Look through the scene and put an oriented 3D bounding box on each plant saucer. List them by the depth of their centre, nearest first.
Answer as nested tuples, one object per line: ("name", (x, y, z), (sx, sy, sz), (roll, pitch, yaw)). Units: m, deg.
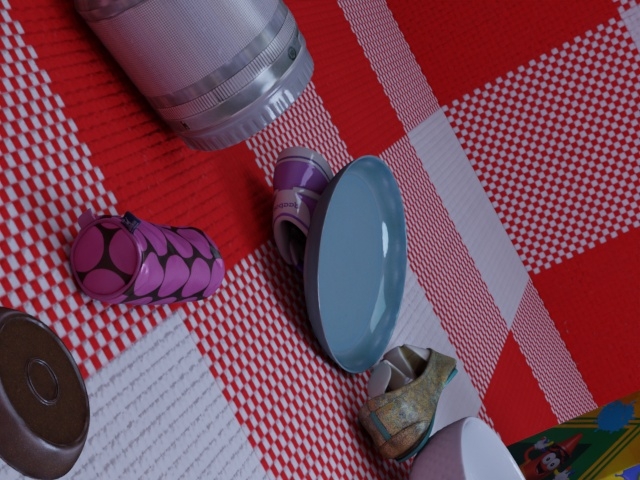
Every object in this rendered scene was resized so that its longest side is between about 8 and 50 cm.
("plant saucer", (-0.256, 0.130, 1.191), (0.168, 0.029, 0.168), (54, 20, -29))
("plant saucer", (0.049, 0.033, 1.952), (0.317, 0.044, 0.317), (-16, 108, -62))

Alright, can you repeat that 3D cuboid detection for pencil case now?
("pencil case", (-0.184, 0.018, 1.451), (0.098, 0.095, 0.209), (52, 12, 17))

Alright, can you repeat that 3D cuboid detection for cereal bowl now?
("cereal bowl", (0.218, 0.429, 1.896), (0.339, 0.141, 0.339), (52, 22, -30))

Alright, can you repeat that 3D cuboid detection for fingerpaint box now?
("fingerpaint box", (0.498, 0.493, 2.211), (0.445, 0.371, 0.163), (53, 20, -30))

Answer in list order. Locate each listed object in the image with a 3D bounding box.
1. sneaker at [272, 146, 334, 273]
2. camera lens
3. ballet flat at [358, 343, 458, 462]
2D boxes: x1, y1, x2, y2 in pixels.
("sneaker", (-0.001, 0.000, 2.001), (0.282, 0.102, 0.161), (45, 42, -50))
("camera lens", (-0.162, -0.279, 1.703), (0.274, 0.219, 0.219), (53, 21, -28))
("ballet flat", (0.129, 0.218, 2.008), (0.123, 0.123, 0.348), (61, 18, -6))
